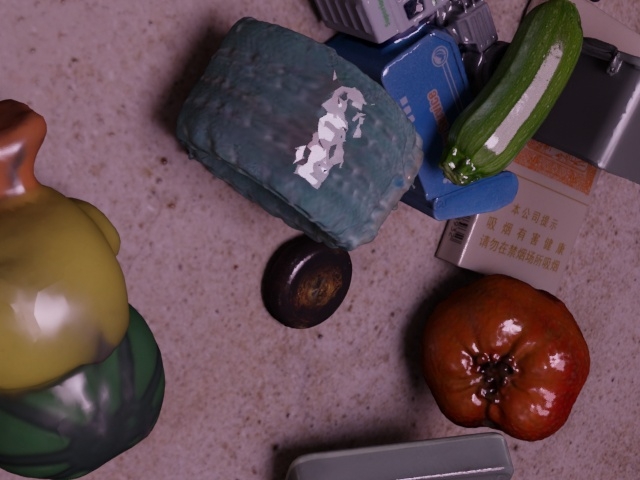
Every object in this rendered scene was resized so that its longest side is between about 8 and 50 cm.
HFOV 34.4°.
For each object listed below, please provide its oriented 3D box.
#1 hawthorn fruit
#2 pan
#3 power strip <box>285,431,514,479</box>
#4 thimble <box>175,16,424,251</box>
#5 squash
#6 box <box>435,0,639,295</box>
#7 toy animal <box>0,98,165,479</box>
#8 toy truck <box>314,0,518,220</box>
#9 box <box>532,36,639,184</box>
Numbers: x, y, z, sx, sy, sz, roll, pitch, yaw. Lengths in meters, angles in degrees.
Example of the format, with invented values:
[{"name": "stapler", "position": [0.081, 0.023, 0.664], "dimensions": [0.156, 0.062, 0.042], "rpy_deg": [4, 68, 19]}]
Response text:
[{"name": "hawthorn fruit", "position": [0.235, 0.136, 1.303], "dimensions": [0.243, 0.207, 0.207], "rpy_deg": [-41, 137, -69]}, {"name": "pan", "position": [0.002, 0.000, 1.155], "dimensions": [0.115, 0.040, 0.212], "rpy_deg": [5, 102, -44]}, {"name": "power strip", "position": [0.086, 0.305, 1.249], "dimensions": [0.265, 0.059, 0.194], "rpy_deg": [-4, 144, -13]}, {"name": "thimble", "position": [-0.016, -0.095, 0.997], "dimensions": [0.235, 0.198, 0.143], "rpy_deg": [32, 84, -10]}, {"name": "squash", "position": [0.198, -0.147, 1.049], "dimensions": [0.077, 0.068, 0.219], "rpy_deg": [36, 88, -21]}, {"name": "box", "position": [0.290, -0.121, 1.328], "dimensions": [0.204, 0.051, 0.365], "rpy_deg": [17, 94, -39]}, {"name": "toy animal", "position": [-0.250, 0.068, 0.882], "dimensions": [0.216, 0.191, 0.338], "rpy_deg": [-34, 123, -25]}, {"name": "toy truck", "position": [0.114, -0.189, 1.110], "dimensions": [0.175, 0.146, 0.367], "rpy_deg": [-37, 124, -18]}, {"name": "box", "position": [0.374, -0.146, 1.256], "dimensions": [0.243, 0.163, 0.135], "rpy_deg": [15, 104, -41]}]
